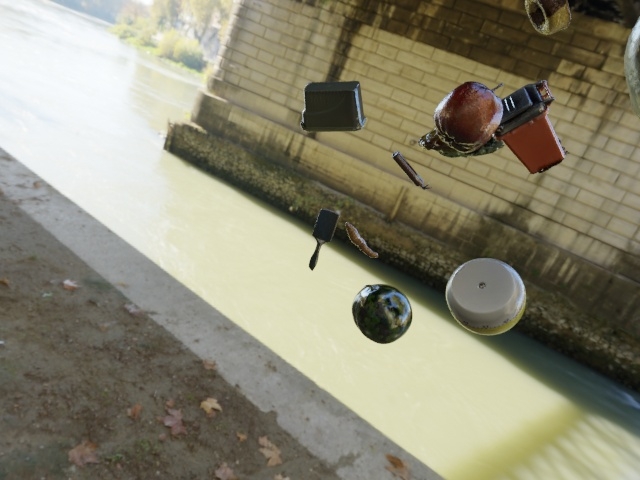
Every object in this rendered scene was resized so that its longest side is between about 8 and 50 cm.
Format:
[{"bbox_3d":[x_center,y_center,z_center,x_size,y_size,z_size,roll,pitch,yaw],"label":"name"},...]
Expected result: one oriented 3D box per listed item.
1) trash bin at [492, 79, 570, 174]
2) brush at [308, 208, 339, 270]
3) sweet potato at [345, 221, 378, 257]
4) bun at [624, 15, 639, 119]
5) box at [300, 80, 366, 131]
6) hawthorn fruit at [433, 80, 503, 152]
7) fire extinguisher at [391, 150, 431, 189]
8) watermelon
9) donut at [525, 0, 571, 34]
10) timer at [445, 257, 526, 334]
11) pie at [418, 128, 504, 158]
[{"bbox_3d":[0.642,-0.336,1.340,0.238,0.184,0.161,39,39,-29],"label":"trash bin"},{"bbox_3d":[0.000,0.000,1.343,0.062,0.194,0.016,19,3,-5],"label":"brush"},{"bbox_3d":[0.133,0.004,1.491,0.179,0.044,0.044,49,3,-27],"label":"sweet potato"},{"bbox_3d":[0.805,-0.372,0.887,0.359,0.360,0.211,31,21,27],"label":"bun"},{"bbox_3d":[0.047,-0.560,1.849,0.274,0.178,0.138,3,40,14],"label":"box"},{"bbox_3d":[0.380,-0.321,1.106,0.157,0.194,0.157,41,9,-8],"label":"hawthorn fruit"},{"bbox_3d":[0.285,-0.219,1.412,0.173,0.035,0.049,43,-2,-27],"label":"fire extinguisher"},{"bbox_3d":[0.260,0.307,1.871,0.268,0.269,0.269,21,16,-6],"label":"watermelon"},{"bbox_3d":[0.746,-0.769,1.468,0.184,0.073,0.166,50,10,-37],"label":"donut"},{"bbox_3d":[0.595,0.221,1.582,0.285,0.285,0.285,21,16,-6],"label":"timer"},{"bbox_3d":[0.528,-0.379,1.581,0.354,0.103,0.288,-20,23,-3],"label":"pie"}]
